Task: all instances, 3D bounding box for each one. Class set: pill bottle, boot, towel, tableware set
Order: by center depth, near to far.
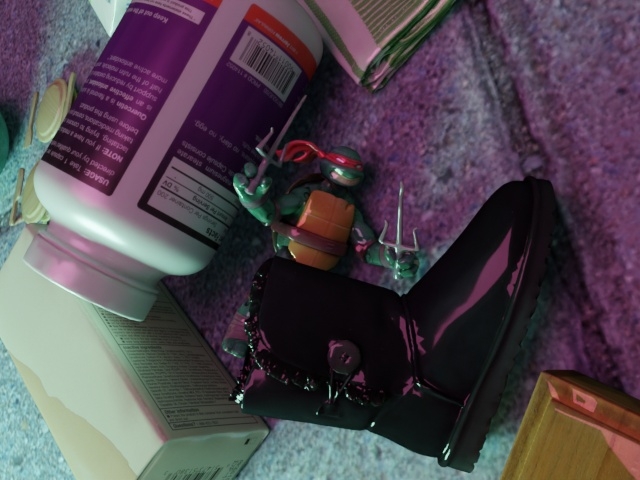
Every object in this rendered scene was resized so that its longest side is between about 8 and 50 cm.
[{"bbox_3d":[0.051,0.045,0.639,0.207,0.094,0.246,17,100,1],"label":"boot"},{"bbox_3d":[0.090,-0.331,0.762,0.325,0.038,0.248,-46,58,22],"label":"towel"},{"bbox_3d":[-0.143,-0.095,0.773,0.182,0.181,0.322,26,85,37],"label":"pill bottle"},{"bbox_3d":[-0.340,-0.112,1.054,0.128,0.039,0.194,-6,73,48],"label":"tableware set"}]

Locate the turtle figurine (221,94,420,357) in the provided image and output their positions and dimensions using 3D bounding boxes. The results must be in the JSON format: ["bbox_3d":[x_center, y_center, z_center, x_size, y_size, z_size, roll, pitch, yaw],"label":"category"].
[{"bbox_3d":[0.000,0.000,0.735,0.175,0.118,0.234,18,97,-3],"label":"turtle figurine"}]

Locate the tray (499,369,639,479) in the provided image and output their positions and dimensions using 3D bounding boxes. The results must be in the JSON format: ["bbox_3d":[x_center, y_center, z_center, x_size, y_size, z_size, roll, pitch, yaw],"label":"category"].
[{"bbox_3d":[0.181,0.320,0.570,0.203,0.076,0.410,24,97,37],"label":"tray"}]

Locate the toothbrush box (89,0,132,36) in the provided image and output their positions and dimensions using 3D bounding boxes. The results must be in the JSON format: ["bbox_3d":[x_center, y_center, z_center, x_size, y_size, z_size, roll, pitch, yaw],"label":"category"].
[{"bbox_3d":[-0.217,-0.395,0.904,0.283,0.122,0.206,58,144,30],"label":"toothbrush box"}]

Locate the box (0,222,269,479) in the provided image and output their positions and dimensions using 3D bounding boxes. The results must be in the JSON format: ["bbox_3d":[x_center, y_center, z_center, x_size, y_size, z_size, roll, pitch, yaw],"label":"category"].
[{"bbox_3d":[-0.209,0.127,0.851,0.311,0.148,0.121,48,112,34],"label":"box"}]

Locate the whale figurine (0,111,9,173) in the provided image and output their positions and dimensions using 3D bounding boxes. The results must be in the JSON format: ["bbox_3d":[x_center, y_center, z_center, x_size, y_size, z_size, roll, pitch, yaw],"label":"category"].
[{"bbox_3d":[-0.522,-0.121,1.154,0.272,0.141,0.216,-29,64,57],"label":"whale figurine"}]
